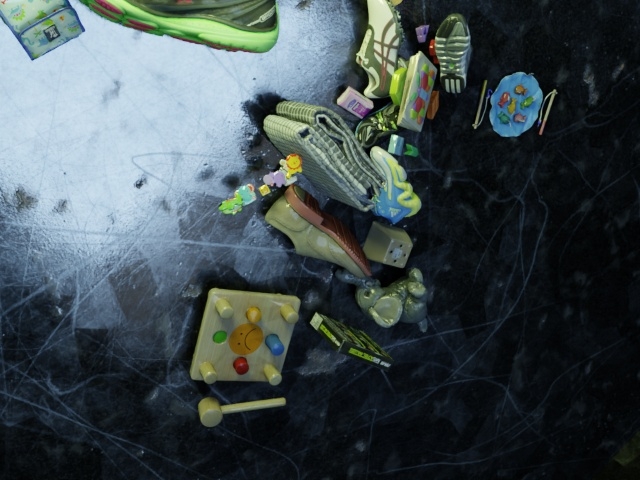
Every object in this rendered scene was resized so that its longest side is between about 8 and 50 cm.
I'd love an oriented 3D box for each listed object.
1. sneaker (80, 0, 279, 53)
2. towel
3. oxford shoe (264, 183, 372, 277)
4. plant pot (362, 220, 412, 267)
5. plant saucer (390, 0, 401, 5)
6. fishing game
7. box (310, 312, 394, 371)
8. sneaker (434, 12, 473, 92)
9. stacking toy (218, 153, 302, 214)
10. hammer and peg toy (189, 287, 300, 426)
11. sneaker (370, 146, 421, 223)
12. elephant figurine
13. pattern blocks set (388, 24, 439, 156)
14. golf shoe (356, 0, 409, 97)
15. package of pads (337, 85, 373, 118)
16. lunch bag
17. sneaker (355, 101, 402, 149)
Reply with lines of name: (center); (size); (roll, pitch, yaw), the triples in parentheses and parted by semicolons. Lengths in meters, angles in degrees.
sneaker: (-0.303, -0.524, 1.258); (0.482, 0.185, 0.202); (3, 101, -36)
towel: (0.017, -0.211, 1.473); (0.121, 0.235, 0.283); (-50, 121, -6)
oxford shoe: (0.000, 0.000, 1.627); (0.130, 0.123, 0.348); (-39, 116, 16)
plant pot: (0.195, 0.021, 1.717); (0.109, 0.096, 0.109); (14, 103, -28)
plant saucer: (0.172, -0.620, 1.507); (0.083, 0.015, 0.083); (-8, 113, -21)
fishing game: (0.566, -0.387, 1.758); (0.264, 0.041, 0.189); (4, 110, -25)
box: (0.085, 0.281, 1.715); (0.184, 0.190, 0.045); (29, 94, -30)
sneaker: (0.347, -0.502, 1.566); (0.229, 0.086, 0.132); (78, 30, -53)
stacking toy: (-0.147, -0.129, 1.471); (0.221, 0.167, 0.052); (-30, 91, -7)
hammer and peg toy: (-0.206, 0.305, 1.633); (0.265, 0.127, 0.361); (7, 106, -28)
sneaker: (0.177, -0.135, 1.653); (0.126, 0.091, 0.240); (-42, 121, -3)
elephant figurine: (0.176, 0.170, 1.752); (0.239, 0.186, 0.169); (-12, 148, -8)
pattern blocks set: (0.246, -0.369, 1.540); (0.285, 0.026, 0.325); (-17, 118, -57)
golf shoe: (0.143, -0.477, 1.498); (0.120, 0.105, 0.273); (-19, 119, -2)
package of pads: (0.088, -0.349, 1.557); (0.083, 0.032, 0.050); (26, 131, -29)
lunch bag: (-0.560, -0.450, 1.212); (0.128, 0.096, 0.151); (-35, 134, -13)
sneaker: (0.167, -0.304, 1.590); (0.188, 0.078, 0.067); (-38, 119, -6)
